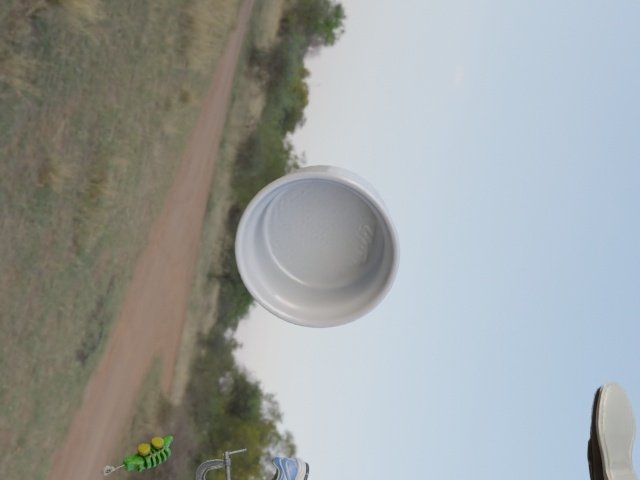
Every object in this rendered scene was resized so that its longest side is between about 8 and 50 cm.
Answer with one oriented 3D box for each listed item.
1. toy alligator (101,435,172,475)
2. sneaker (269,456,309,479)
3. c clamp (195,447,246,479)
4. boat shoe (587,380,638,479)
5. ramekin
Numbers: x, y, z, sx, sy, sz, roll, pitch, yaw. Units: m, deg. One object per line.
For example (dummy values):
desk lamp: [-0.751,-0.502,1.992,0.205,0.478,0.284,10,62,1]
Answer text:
toy alligator: [-0.411,0.510,1.662,0.190,0.051,0.056,-19,133,-44]
sneaker: [-0.098,0.560,1.518,0.080,0.081,0.211,132,-18,-69]
c clamp: [-0.255,0.624,1.851,0.022,0.137,0.160,168,-77,-65]
boat shoe: [0.705,0.511,1.757,0.097,0.117,0.324,137,-43,-64]
ramekin: [0.000,0.000,1.251,0.135,0.277,0.277,-72,178,-70]
